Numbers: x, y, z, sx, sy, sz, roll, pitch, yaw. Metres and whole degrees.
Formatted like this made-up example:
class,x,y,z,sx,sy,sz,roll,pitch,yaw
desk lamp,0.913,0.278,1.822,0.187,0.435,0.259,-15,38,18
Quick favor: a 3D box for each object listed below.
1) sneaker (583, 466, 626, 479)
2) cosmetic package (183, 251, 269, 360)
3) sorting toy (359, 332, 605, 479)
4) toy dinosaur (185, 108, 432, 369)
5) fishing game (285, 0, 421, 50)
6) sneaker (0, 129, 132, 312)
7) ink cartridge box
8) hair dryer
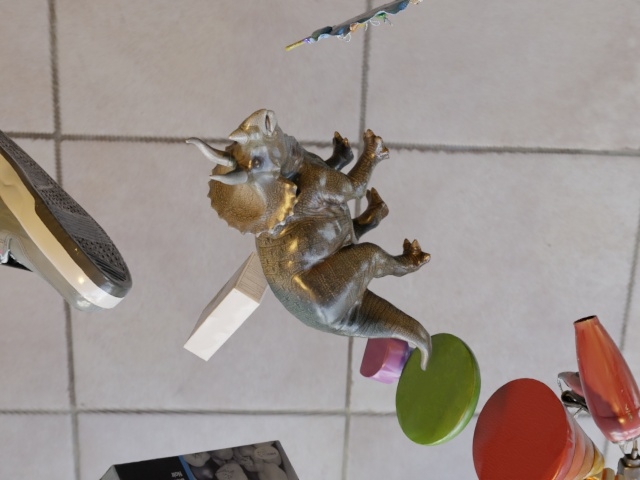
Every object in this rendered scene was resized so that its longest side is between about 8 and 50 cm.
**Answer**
class,x,y,z,sx,sy,sz,roll,pitch,yaw
sneaker,0.320,0.325,1.128,0.215,0.084,0.083,31,136,16
cosmetic package,-0.169,0.127,1.645,0.060,0.099,0.239,35,136,-8
sorting toy,0.182,0.187,0.988,0.126,0.365,0.127,21,91,-29
toy dinosaur,0.000,0.000,0.789,0.160,0.121,0.313,-34,120,-17
fishing game,0.073,-0.349,1.418,0.264,0.189,0.041,-12,108,35
sneaker,-0.305,0.007,0.749,0.295,0.124,0.178,40,89,27
ink cartridge box,-0.080,0.292,0.824,0.206,0.208,0.045,3,134,-44
hair dryer,0.415,0.236,1.370,0.080,0.223,0.293,-21,129,-15
